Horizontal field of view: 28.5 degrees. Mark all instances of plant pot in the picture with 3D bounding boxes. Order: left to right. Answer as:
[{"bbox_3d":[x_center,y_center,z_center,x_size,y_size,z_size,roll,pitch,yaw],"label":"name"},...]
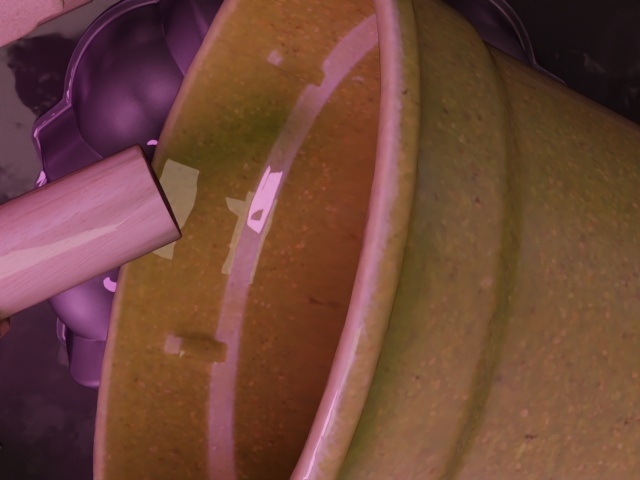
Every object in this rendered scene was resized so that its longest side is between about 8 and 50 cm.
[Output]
[{"bbox_3d":[0.071,0.041,0.518,0.254,0.276,0.276,16,106,-23],"label":"plant pot"}]

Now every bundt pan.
[{"bbox_3d":[0.000,0.000,0.680,0.331,0.124,0.331,-2,107,-6],"label":"bundt pan"}]

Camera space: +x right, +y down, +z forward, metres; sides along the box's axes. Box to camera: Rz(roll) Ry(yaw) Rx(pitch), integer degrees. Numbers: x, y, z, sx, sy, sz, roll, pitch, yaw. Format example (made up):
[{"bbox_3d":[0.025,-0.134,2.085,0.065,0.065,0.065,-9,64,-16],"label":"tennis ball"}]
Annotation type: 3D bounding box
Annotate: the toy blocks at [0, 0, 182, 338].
[{"bbox_3d":[-0.248,-0.117,0.496,0.260,0.288,0.309,-24,130,-2],"label":"toy blocks"}]
